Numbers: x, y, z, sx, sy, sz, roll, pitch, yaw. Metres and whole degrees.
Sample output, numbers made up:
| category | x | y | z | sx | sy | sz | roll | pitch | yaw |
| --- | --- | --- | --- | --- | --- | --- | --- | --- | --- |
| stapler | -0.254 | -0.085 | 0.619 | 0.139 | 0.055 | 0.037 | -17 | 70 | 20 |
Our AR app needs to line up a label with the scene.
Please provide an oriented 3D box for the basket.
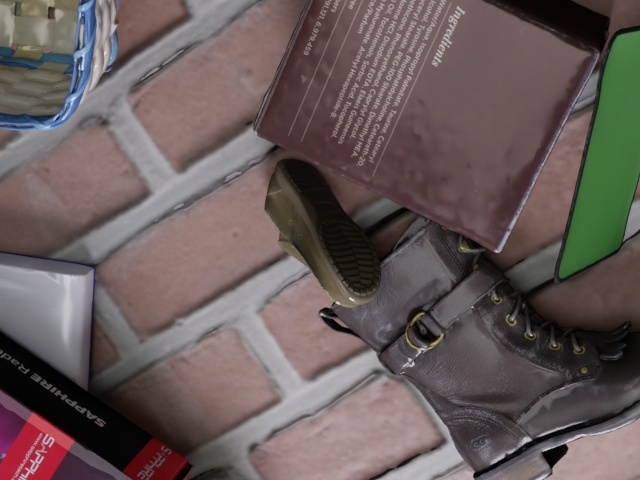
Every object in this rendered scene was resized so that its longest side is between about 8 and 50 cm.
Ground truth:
| category | x | y | z | sx | sy | sz | roll | pitch | yaw |
| --- | --- | --- | --- | --- | --- | --- | --- | --- | --- |
| basket | -0.262 | -0.190 | 1.251 | 0.201 | 0.289 | 0.254 | 8 | 106 | 11 |

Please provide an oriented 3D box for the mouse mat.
| category | x | y | z | sx | sy | sz | roll | pitch | yaw |
| --- | --- | --- | --- | --- | --- | --- | --- | --- | --- |
| mouse mat | 0.218 | -0.068 | 1.250 | 0.007 | 0.153 | 0.189 | 17 | 107 | 25 |

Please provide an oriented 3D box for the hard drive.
| category | x | y | z | sx | sy | sz | roll | pitch | yaw |
| --- | --- | --- | --- | --- | --- | --- | --- | --- | --- |
| hard drive | -0.308 | 0.164 | 1.483 | 0.210 | 0.040 | 0.318 | 8 | 105 | 11 |

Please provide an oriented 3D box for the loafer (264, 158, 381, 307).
| category | x | y | z | sx | sy | sz | roll | pitch | yaw |
| --- | --- | --- | --- | --- | --- | --- | --- | --- | --- |
| loafer | 0.000 | 0.000 | 1.347 | 0.050 | 0.056 | 0.148 | -56 | 47 | 36 |

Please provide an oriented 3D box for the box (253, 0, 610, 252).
| category | x | y | z | sx | sy | sz | roll | pitch | yaw |
| --- | --- | --- | --- | --- | --- | --- | --- | --- | --- |
| box | 0.086 | -0.123 | 1.254 | 0.203 | 0.168 | 0.167 | 27 | 108 | 5 |

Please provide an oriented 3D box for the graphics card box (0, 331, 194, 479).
| category | x | y | z | sx | sy | sz | roll | pitch | yaw |
| --- | --- | --- | --- | --- | --- | --- | --- | --- | --- |
| graphics card box | -0.324 | 0.182 | 1.420 | 0.371 | 0.094 | 0.232 | 35 | 109 | 4 |

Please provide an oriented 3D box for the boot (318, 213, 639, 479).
| category | x | y | z | sx | sy | sz | roll | pitch | yaw |
| --- | --- | --- | --- | --- | --- | --- | --- | --- | --- |
| boot | 0.155 | 0.060 | 1.332 | 0.263 | 0.091 | 0.229 | -36 | 86 | 11 |
